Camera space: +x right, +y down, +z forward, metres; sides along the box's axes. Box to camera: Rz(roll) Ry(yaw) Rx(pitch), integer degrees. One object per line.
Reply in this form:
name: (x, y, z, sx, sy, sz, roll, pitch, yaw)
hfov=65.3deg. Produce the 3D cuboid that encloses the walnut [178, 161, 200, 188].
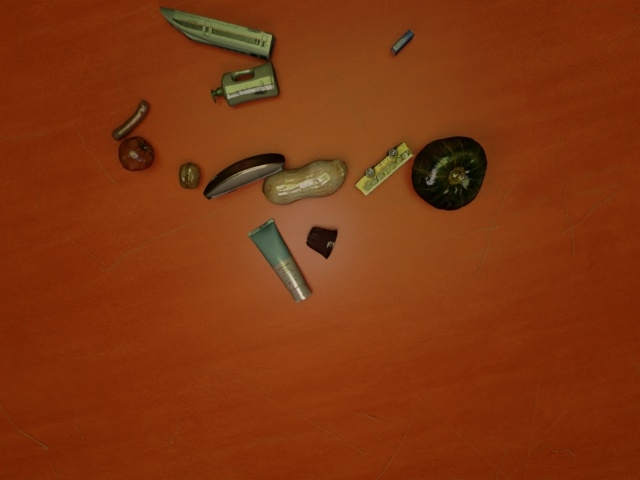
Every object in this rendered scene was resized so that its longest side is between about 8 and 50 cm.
walnut: (-0.467, -0.231, 1.782, 0.079, 0.082, 0.096, 8, 99, 29)

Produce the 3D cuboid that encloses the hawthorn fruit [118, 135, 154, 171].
hawthorn fruit: (-0.650, -0.298, 1.765, 0.125, 0.125, 0.140, 20, 129, 0)

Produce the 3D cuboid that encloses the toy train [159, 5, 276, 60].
toy train: (-0.362, -0.714, 1.726, 0.407, 0.086, 0.088, 15, 102, 1)

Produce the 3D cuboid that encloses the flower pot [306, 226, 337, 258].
flower pot: (0.000, 0.000, 1.781, 0.089, 0.111, 0.111, 21, 96, 11)

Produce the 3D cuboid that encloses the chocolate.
chocolate: (-0.052, -0.201, 1.745, 0.309, 0.134, 0.134, -16, 95, 4)

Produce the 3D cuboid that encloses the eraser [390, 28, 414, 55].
eraser: (0.280, -0.679, 1.716, 0.084, 0.063, 0.027, -44, 92, 6)

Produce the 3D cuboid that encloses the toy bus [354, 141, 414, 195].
toy bus: (0.219, -0.252, 1.753, 0.226, 0.081, 0.074, -41, 92, 5)

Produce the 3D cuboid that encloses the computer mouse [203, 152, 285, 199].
computer mouse: (-0.271, -0.236, 1.739, 0.310, 0.158, 0.072, -22, 114, 4)

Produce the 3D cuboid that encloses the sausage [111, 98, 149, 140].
sausage: (-0.677, -0.425, 1.785, 0.177, 0.040, 0.047, -43, 87, 5)

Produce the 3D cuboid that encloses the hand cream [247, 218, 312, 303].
hand cream: (-0.142, 0.080, 1.819, 0.111, 0.070, 0.312, -31, 86, 6)

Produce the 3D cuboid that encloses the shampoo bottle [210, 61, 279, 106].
shampoo bottle: (-0.267, -0.536, 1.737, 0.234, 0.087, 0.118, -13, 98, 3)

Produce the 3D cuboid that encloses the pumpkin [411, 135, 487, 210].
pumpkin: (0.430, -0.235, 1.706, 0.260, 0.189, 0.260, -5, 114, -12)
